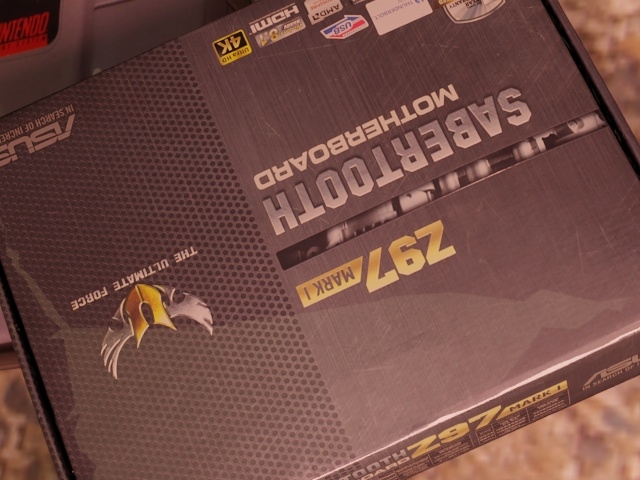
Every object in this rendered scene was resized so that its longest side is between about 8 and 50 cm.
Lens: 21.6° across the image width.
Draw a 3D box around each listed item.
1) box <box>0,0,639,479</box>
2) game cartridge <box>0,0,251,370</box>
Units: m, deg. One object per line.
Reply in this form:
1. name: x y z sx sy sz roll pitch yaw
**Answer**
1. box: 0.000 0.000 0.619 0.232 0.059 0.183 -24 66 2
2. game cartridge: -0.199 -0.047 0.779 0.355 0.068 0.230 -9 71 24
